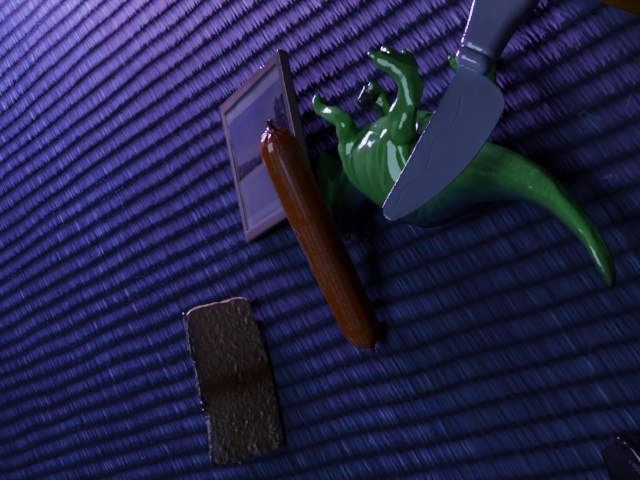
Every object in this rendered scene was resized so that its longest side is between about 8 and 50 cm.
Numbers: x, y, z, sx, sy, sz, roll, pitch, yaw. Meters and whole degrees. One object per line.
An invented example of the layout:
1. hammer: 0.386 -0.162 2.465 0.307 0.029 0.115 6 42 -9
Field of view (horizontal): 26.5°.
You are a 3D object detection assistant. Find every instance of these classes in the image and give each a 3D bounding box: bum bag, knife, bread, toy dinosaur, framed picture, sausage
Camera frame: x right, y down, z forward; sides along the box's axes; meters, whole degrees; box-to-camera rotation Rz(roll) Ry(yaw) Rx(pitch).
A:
1. bum bag: 0.363 0.268 1.392 0.198 0.049 0.087 42 152 42
2. knife: 0.162 -0.159 1.456 0.080 0.044 0.331 20 77 13
3. bread: -0.170 0.219 2.046 0.178 0.135 0.240 -18 84 54
4. toy dinosaur: 0.125 -0.021 1.596 0.500 0.144 0.374 61 144 35
5. framed picture: -0.077 -0.123 1.898 0.289 0.016 0.213 153 106 -68
6. sausage: 0.000 0.000 1.741 0.053 0.053 0.347 6 126 54

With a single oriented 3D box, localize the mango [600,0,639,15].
1. mango: 0.335 -0.309 1.187 0.378 0.221 0.263 42 124 29
